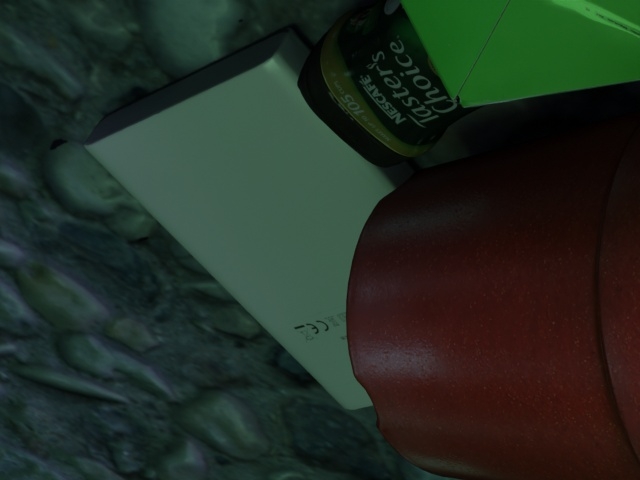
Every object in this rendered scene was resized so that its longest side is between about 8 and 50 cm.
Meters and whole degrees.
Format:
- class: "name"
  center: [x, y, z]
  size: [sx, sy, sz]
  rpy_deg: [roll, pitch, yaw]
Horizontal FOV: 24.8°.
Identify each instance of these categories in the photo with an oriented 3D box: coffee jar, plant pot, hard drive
- class: "coffee jar"
  center: [0.072, -0.114, 0.853]
  size: [0.096, 0.079, 0.184]
  rpy_deg: [40, 140, -17]
- class: "plant pot"
  center: [0.175, 0.042, 0.848]
  size: [0.265, 0.272, 0.272]
  rpy_deg: [-7, 132, 45]
- class: "hard drive"
  center: [0.000, 0.000, 1.052]
  size: [0.203, 0.040, 0.307]
  rpy_deg: [-19, 124, 41]

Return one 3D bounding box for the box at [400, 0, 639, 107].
- class: "box"
  center: [0.087, -0.230, 0.592]
  size: [0.127, 0.231, 0.262]
  rpy_deg: [-4, 132, 35]
